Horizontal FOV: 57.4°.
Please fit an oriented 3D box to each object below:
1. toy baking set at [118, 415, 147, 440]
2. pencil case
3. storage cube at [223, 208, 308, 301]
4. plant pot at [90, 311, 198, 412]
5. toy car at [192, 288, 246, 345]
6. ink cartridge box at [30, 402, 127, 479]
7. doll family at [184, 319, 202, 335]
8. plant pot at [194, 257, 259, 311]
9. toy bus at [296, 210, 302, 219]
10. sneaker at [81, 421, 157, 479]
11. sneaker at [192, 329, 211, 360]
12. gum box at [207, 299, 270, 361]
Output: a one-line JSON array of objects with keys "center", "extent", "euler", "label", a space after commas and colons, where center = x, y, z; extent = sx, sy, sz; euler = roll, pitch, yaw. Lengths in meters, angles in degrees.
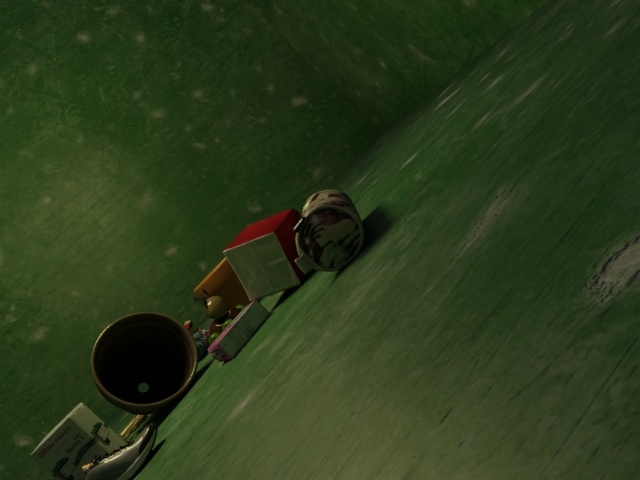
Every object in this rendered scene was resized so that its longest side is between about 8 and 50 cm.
[{"center": [-0.647, 0.648, 2.097], "extent": [0.196, 0.030, 0.256], "euler": [-35, 12, 44], "label": "toy baking set"}, {"center": [0.017, -0.036, 1.549], "extent": [0.183, 0.160, 0.410], "euler": [-30, 8, 6], "label": "pencil case"}, {"center": [-0.145, 0.041, 1.768], "extent": [0.214, 0.184, 0.193], "euler": [-19, 17, 22], "label": "storage cube"}, {"center": [-0.580, 0.439, 1.934], "extent": [0.323, 0.323, 0.280], "euler": [-50, -9, -37], "label": "plant pot"}, {"center": [-0.375, 0.256, 2.076], "extent": [0.149, 0.188, 0.155], "euler": [-43, 6, 18], "label": "toy car"}, {"center": [-0.623, 0.569, 1.551], "extent": [0.160, 0.219, 0.092], "euler": [-45, 6, 7], "label": "ink cartridge box"}, {"center": [-0.566, 0.460, 2.501], "extent": [0.263, 0.118, 0.163], "euler": [-62, 7, 21], "label": "doll family"}, {"center": [-0.316, 0.158, 2.263], "extent": [0.291, 0.203, 0.291], "euler": [-45, 6, 6], "label": "plant pot"}, {"center": [-0.100, 0.018, 2.089], "extent": [0.220, 0.149, 0.212], "euler": [-29, -37, -60], "label": "toy bus"}, {"center": [-0.512, 0.556, 1.442], "extent": [0.271, 0.108, 0.100], "euler": [-46, 4, -20], "label": "sneaker"}, {"center": [-0.477, 0.391, 2.277], "extent": [0.125, 0.104, 0.262], "euler": [-45, 6, -16], "label": "sneaker"}, {"center": [-0.242, 0.269, 1.709], "extent": [0.188, 0.062, 0.107], "euler": [-49, 7, -31], "label": "gum box"}]
